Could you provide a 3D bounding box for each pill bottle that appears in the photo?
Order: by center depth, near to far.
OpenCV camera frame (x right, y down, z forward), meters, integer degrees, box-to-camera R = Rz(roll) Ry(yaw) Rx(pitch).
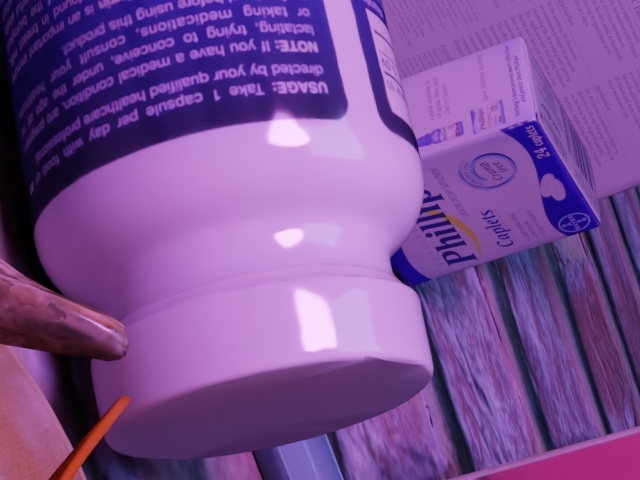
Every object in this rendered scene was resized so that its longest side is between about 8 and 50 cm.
[{"bbox_3d":[-0.045,-0.057,0.658,0.153,0.153,0.264,32,42,-62],"label":"pill bottle"}]

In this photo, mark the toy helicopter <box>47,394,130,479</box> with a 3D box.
[{"bbox_3d":[-0.034,0.135,0.384,0.235,0.140,0.355,42,3,17],"label":"toy helicopter"}]

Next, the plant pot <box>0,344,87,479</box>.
[{"bbox_3d":[-0.122,0.111,0.460,0.236,0.032,0.236,56,22,-37],"label":"plant pot"}]

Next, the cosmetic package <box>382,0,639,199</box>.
[{"bbox_3d":[0.142,-0.186,1.117,0.377,0.284,0.097,56,23,-39],"label":"cosmetic package"}]

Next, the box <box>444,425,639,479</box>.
[{"bbox_3d":[0.183,0.176,0.946,0.149,0.232,0.126,23,50,-66],"label":"box"}]

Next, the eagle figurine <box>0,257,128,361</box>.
[{"bbox_3d":[-0.136,-0.124,0.433,0.226,0.225,0.298,47,39,-30],"label":"eagle figurine"}]

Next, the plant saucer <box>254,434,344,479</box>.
[{"bbox_3d":[-0.030,0.057,0.801,0.067,0.018,0.192,-32,103,-71],"label":"plant saucer"}]

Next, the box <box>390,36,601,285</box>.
[{"bbox_3d":[0.090,-0.046,1.056,0.126,0.137,0.072,49,29,-47],"label":"box"}]
